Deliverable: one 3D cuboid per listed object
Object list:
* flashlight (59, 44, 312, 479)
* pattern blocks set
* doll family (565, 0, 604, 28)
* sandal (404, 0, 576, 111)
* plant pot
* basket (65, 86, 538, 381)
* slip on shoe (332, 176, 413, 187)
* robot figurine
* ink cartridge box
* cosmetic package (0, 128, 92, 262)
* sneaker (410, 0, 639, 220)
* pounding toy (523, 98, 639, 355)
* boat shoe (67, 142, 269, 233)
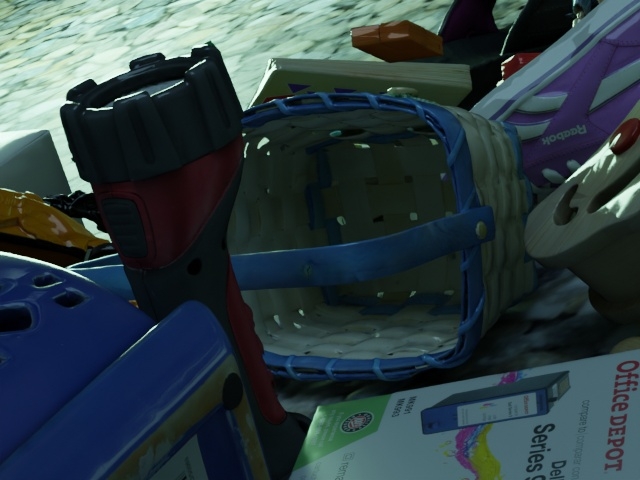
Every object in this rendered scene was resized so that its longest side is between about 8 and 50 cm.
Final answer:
[{"bbox_3d":[-0.058,0.042,1.064,0.103,0.304,0.103,-18,21,2],"label":"flashlight"},{"bbox_3d":[0.030,-0.117,1.512,0.324,0.026,0.285,7,-21,-25],"label":"pattern blocks set"},{"bbox_3d":[0.268,-0.211,1.615,0.118,0.163,0.263,-4,26,35],"label":"doll family"},{"bbox_3d":[0.188,-0.215,1.747,0.167,0.107,0.445,4,23,46],"label":"sandal"},{"bbox_3d":[-0.151,0.159,0.968,0.212,0.236,0.236,2,28,33],"label":"plant pot"},{"bbox_3d":[0.000,0.000,1.244,0.254,0.201,0.289,-3,11,33],"label":"basket"},{"bbox_3d":[0.051,-0.056,1.586,0.135,0.041,0.051,2,29,43],"label":"slip on shoe"},{"bbox_3d":[-0.234,0.030,1.379,0.291,0.085,0.211,15,41,-9],"label":"robot figurine"},{"bbox_3d":[0.093,0.144,0.981,0.212,0.093,0.154,-10,22,18],"label":"ink cartridge box"},{"bbox_3d":[-0.379,0.050,1.530,0.197,0.155,0.365,-3,25,35],"label":"cosmetic package"},{"bbox_3d":[0.204,-0.061,1.390,0.282,0.161,0.102,-43,-23,13],"label":"sneaker"},{"bbox_3d":[0.246,-0.008,1.201,0.269,0.155,0.154,-57,17,-17],"label":"pounding toy"},{"bbox_3d":[-0.139,-0.026,1.587,0.127,0.113,0.340,22,0,-42],"label":"boat shoe"}]
